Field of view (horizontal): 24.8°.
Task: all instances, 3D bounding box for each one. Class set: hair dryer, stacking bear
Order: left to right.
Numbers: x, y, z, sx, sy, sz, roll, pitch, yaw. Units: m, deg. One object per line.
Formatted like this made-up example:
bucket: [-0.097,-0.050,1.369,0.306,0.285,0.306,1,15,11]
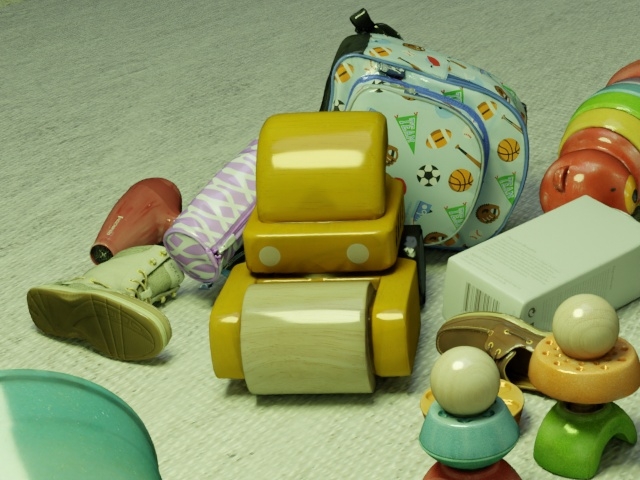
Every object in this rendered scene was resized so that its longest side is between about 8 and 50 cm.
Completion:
hair dryer: [-0.168,-0.029,1.884,0.294,0.080,0.224,-18,26,-26]
stacking bear: [0.376,-0.103,1.849,0.164,0.175,0.289,12,36,32]

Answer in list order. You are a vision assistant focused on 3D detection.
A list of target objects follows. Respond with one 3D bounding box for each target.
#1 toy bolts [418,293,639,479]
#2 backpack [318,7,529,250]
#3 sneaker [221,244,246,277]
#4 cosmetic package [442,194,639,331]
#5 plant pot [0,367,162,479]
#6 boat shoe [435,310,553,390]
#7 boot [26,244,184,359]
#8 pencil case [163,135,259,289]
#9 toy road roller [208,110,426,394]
toy bolts: [0.156,0.134,1.318,0.218,0.158,0.228,14,30,38]
backpack: [0.125,-0.112,1.794,0.264,0.276,0.213,11,28,-6]
sneaker: [-0.077,-0.018,1.808,0.078,0.067,0.188,19,44,15]
cosmetic package: [0.255,0.038,1.602,0.231,0.085,0.117,-21,39,-34]
plant pot: [-0.199,0.270,0.986,0.272,0.271,0.255,-15,39,-20]
boat shoe: [0.192,0.116,1.475,0.178,0.064,0.060,12,27,31]
boot: [-0.212,0.065,1.679,0.213,0.077,0.165,10,26,39]
pencil case: [-0.099,-0.041,1.729,0.088,0.086,0.206,-9,35,49]
toy road roller: [0.000,0.000,1.568,0.203,0.240,0.329,-2,23,9]
